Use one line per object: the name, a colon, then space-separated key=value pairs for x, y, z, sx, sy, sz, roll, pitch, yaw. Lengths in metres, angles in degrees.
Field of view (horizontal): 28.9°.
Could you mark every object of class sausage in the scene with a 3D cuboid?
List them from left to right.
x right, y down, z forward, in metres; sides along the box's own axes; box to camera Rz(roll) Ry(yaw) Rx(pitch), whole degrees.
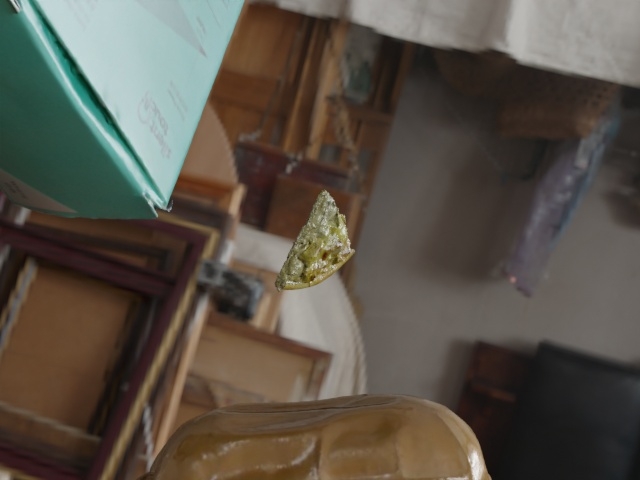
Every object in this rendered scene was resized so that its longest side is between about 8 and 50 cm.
sausage: x=-0.006 y=0.166 z=0.838 sx=0.241 sy=0.120 sz=0.136 roll=-6 pitch=-34 yaw=5

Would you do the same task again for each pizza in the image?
pizza: x=0.000 y=0.000 z=1.291 sx=0.026 sy=0.108 sz=0.123 roll=25 pitch=34 yaw=31

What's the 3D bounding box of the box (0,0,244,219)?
box: x=-0.139 y=-0.194 z=0.767 sx=0.118 sy=0.311 sz=0.205 roll=-1 pitch=-35 yaw=24
